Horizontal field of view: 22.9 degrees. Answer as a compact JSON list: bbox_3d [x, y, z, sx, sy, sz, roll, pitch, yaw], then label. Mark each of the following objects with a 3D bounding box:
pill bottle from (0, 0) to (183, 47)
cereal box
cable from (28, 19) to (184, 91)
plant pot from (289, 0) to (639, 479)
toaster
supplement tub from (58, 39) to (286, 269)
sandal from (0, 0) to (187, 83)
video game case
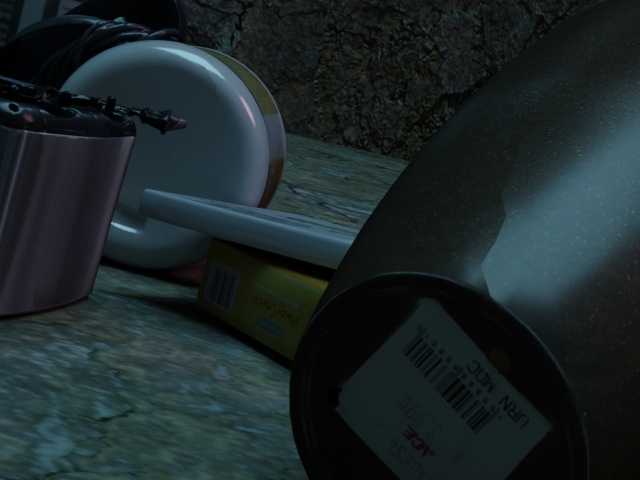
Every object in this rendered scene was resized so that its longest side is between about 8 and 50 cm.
[{"bbox_3d":[-0.203,-0.195,1.366,0.161,0.283,0.161,14,6,-2],"label":"pill bottle"},{"bbox_3d":[0.073,0.054,0.887,0.240,0.047,0.173,10,7,-35],"label":"cereal box"},{"bbox_3d":[-0.156,-0.100,1.217,0.150,0.047,0.184,-11,-39,9],"label":"cable"},{"bbox_3d":[0.095,0.029,0.577,0.215,0.215,0.230,18,24,29],"label":"plant pot"},{"bbox_3d":[-0.189,-0.037,0.802,0.185,0.110,0.168,16,7,11],"label":"toaster"},{"bbox_3d":[-0.099,-0.061,1.064,0.144,0.144,0.200,15,6,2],"label":"supplement tub"},{"bbox_3d":[-0.224,-0.129,1.249,0.254,0.097,0.054,-21,-12,0],"label":"sandal"},{"bbox_3d":[0.000,0.000,0.900,0.157,0.019,0.143,15,4,36],"label":"video game case"}]
